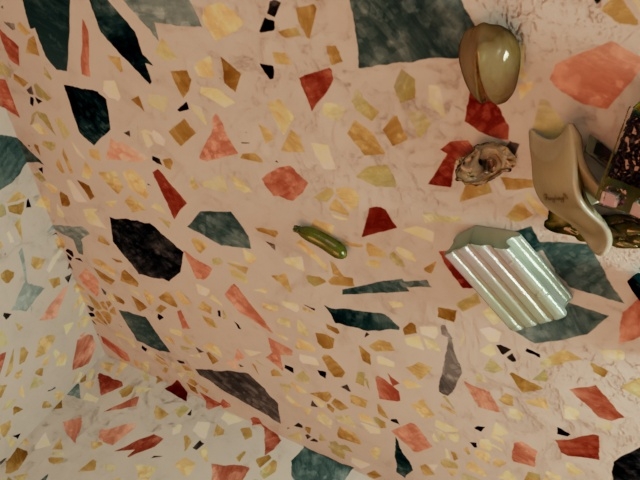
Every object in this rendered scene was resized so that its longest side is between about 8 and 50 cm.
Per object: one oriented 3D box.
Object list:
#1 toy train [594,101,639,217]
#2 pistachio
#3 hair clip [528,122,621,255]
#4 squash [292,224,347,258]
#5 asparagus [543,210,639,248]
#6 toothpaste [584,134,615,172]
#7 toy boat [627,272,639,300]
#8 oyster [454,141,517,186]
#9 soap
[{"bbox_3d":[0.630,-0.162,1.234,0.134,0.177,0.260,31,137,30],"label":"toy train"},{"bbox_3d":[0.336,-0.353,1.329,0.125,0.124,0.184,6,134,32],"label":"pistachio"},{"bbox_3d":[0.529,-0.102,1.387,0.282,0.113,0.172,45,176,-11],"label":"hair clip"},{"bbox_3d":[0.000,0.000,1.969,0.184,0.052,0.052,28,139,13],"label":"squash"},{"bbox_3d":[0.634,-0.023,1.463,0.287,0.080,0.080,11,134,27],"label":"asparagus"},{"bbox_3d":[0.629,-0.135,1.378,0.216,0.062,0.037,38,139,-7],"label":"toothpaste"},{"bbox_3d":[0.823,0.176,1.510,0.092,0.134,0.299,-39,101,12],"label":"toy boat"},{"bbox_3d":[0.363,-0.175,1.534,0.108,0.053,0.166,26,138,-28],"label":"oyster"},{"bbox_3d":[0.472,0.087,1.673,0.289,0.095,0.173,47,140,-11],"label":"soap"}]
